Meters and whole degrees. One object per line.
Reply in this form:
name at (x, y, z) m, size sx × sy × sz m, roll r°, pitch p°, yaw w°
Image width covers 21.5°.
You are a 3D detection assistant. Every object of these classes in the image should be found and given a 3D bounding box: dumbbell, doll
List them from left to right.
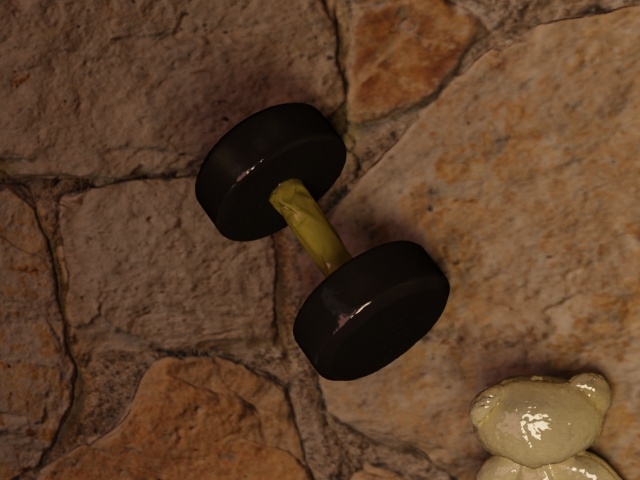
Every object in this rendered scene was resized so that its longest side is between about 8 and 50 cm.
dumbbell at (0.000, 0.000, 2.157) m, size 0.322 × 0.203 × 0.204 m, roll 54°, pitch 129°, yaw 24°
doll at (0.269, 0.285, 2.016) m, size 0.149 × 0.175 × 0.278 m, roll -126°, pitch 27°, yaw -75°
